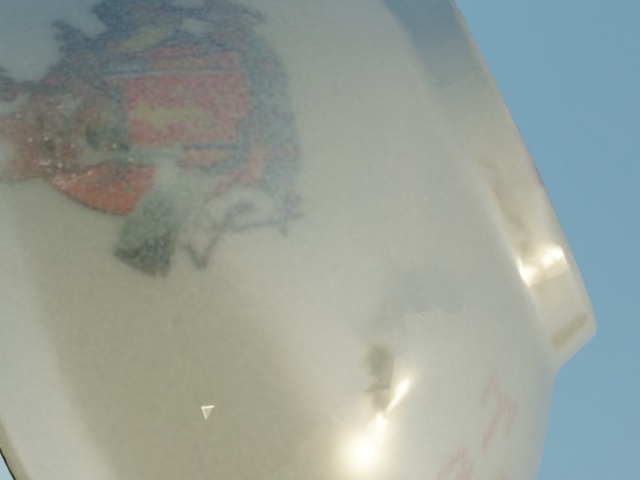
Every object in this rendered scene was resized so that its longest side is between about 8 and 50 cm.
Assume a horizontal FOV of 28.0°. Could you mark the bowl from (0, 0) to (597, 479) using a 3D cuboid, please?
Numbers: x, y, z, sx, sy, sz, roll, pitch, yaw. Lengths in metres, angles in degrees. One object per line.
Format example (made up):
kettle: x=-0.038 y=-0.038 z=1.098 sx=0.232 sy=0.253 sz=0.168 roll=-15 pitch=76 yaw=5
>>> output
bowl: x=0.000 y=0.000 z=0.466 sx=0.345 sy=0.157 sz=0.345 roll=-25 pitch=90 yaw=-83
